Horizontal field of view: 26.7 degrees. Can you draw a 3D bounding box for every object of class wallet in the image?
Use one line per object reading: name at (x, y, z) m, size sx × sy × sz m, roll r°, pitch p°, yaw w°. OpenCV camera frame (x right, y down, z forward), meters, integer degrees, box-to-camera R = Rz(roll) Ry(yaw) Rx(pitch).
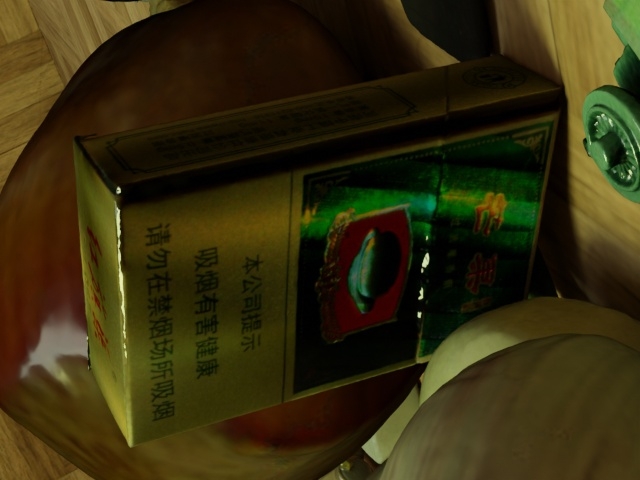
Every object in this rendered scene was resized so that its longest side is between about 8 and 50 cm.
wallet at (0.057, -0.166, 0.699) m, size 0.082 × 0.018 × 0.157 m, roll 49°, pitch 161°, yaw 44°

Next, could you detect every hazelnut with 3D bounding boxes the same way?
hazelnut at (-0.070, 0.014, 0.941) m, size 0.366 × 0.366 × 0.366 m, roll 57°, pitch 166°, yaw 23°

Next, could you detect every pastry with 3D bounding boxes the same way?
pastry at (0.127, 0.101, 0.708) m, size 0.156 × 0.092 × 0.156 m, roll 20°, pitch 128°, yaw 28°

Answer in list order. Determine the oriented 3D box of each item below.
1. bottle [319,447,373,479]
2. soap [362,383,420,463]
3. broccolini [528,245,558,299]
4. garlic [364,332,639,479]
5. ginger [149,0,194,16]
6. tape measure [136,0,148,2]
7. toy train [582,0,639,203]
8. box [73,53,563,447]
bottle at (-0.004, 0.235, 1.565) m, size 0.209 × 0.097 × 0.110 m, roll 54°, pitch 147°, yaw 29°
soap at (0.029, 0.114, 1.264) m, size 0.183 × 0.064 × 0.121 m, roll 37°, pitch 149°, yaw 60°
broccolini at (0.148, 0.074, 0.795) m, size 0.091 × 0.068 × 0.203 m, roll 2°, pitch 103°, yaw 61°
garlic at (0.117, 0.190, 0.519) m, size 0.317 × 0.317 × 0.259 m, roll 93°, pitch -172°, yaw -66°
ginger at (-0.120, -0.194, 1.257) m, size 0.173 × 0.051 × 0.069 m, roll 47°, pitch 163°, yaw 55°
tape measure at (-0.207, -0.331, 1.179) m, size 0.236 × 0.120 × 0.197 m, roll 53°, pitch 163°, yaw 19°
toy train at (0.165, -0.020, 0.438) m, size 0.200 × 0.083 × 0.132 m, roll 58°, pitch 163°, yaw 18°
box at (0.000, 0.000, 0.693) m, size 0.071 × 0.240 × 0.159 m, roll -130°, pitch 33°, yaw -48°
